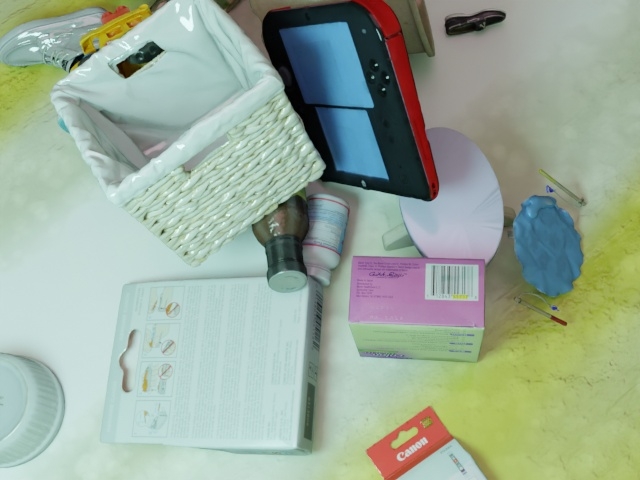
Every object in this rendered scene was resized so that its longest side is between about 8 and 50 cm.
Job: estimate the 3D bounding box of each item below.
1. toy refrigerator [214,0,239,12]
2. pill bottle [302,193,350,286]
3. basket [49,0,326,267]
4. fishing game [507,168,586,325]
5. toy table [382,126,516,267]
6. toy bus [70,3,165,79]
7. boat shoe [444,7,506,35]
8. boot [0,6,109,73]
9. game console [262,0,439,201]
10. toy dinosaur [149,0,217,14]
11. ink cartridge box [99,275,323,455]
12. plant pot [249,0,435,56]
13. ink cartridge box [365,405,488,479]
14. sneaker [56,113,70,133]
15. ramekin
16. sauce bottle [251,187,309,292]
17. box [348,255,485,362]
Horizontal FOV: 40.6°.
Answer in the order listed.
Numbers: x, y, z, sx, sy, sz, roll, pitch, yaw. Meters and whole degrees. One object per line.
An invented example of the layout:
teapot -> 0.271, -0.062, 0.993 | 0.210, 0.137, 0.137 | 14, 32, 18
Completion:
toy refrigerator -> -0.199, -0.568, 1.847 | 0.094, 0.102, 0.269 | 38, 77, 18
pill bottle -> 0.000, 0.000, 1.613 | 0.087, 0.087, 0.160 | 8, 71, 10
basket -> -0.223, -0.194, 1.488 | 0.328, 0.266, 0.331 | -36, 53, -1
fishing game -> 0.399, 0.011, 1.545 | 0.189, 0.041, 0.264 | 25, 67, -31
toy table -> 0.235, -0.047, 1.564 | 0.252, 0.161, 0.274 | -1, 70, 6
toy bus -> -0.385, -0.349, 1.644 | 0.220, 0.149, 0.211 | -29, 58, -7
boat shoe -> 0.316, -0.444, 1.767 | 0.125, 0.046, 0.038 | -3, 69, 9
boot -> -0.553, -0.401, 1.828 | 0.258, 0.095, 0.123 | -21, 61, -2
game console -> 0.040, -0.242, 1.494 | 0.060, 0.387, 0.341 | -25, 111, -24
toy dinosaur -> -0.283, -0.494, 1.741 | 0.268, 0.064, 0.118 | -42, 55, -10
ink cartridge box -> -0.194, 0.225, 1.570 | 0.385, 0.091, 0.308 | -3, 69, 19
plant pot -> 0.034, -0.478, 1.694 | 0.306, 0.334, 0.333 | -15, 68, 14
ink cartridge box -> 0.183, 0.389, 1.467 | 0.145, 0.045, 0.179 | -33, 72, -7
sneaker -> -0.382, -0.328, 1.770 | 0.319, 0.127, 0.208 | -10, 68, -4
ramekin -> -0.579, 0.299, 1.558 | 0.207, 0.109, 0.207 | -2, 69, 6
sauce bottle -> -0.076, -0.066, 1.579 | 0.112, 0.111, 0.344 | -13, 54, 2
box -> 0.165, 0.120, 1.464 | 0.214, 0.243, 0.117 | 1, 69, 8
